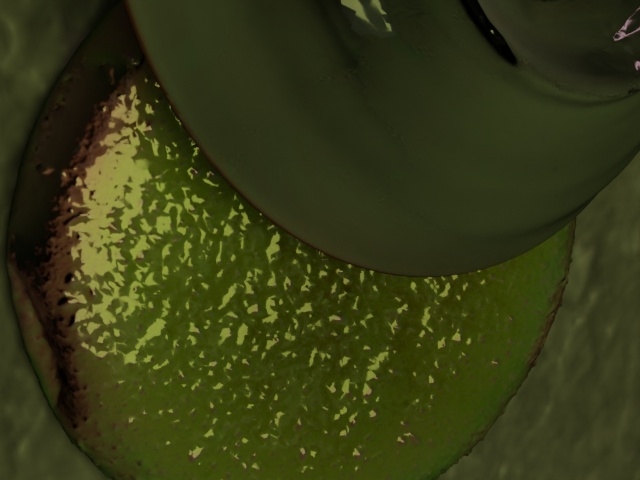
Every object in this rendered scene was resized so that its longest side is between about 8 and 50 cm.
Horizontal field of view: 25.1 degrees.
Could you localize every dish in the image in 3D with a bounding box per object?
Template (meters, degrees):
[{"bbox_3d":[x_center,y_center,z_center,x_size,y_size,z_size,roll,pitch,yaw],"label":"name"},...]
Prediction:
[{"bbox_3d":[0.063,-0.115,0.467,0.260,0.085,0.260,-2,93,-38],"label":"dish"}]

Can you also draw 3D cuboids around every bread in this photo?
[{"bbox_3d":[0.000,0.000,0.521,0.229,0.033,0.228,-4,101,-23],"label":"bread"}]
